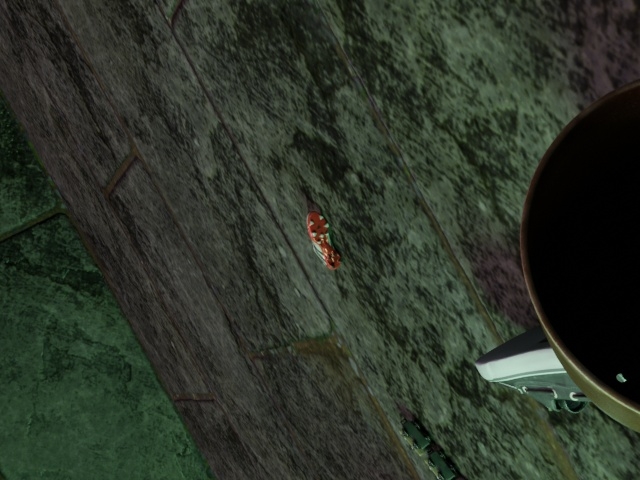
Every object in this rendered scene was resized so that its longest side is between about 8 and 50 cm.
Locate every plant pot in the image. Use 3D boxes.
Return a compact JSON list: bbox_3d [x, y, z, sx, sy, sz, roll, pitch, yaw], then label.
[{"bbox_3d":[0.233,0.043,0.753,0.215,0.215,0.230,53,173,23],"label":"plant pot"}]

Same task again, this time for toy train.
[{"bbox_3d":[0.154,0.290,1.533,0.158,0.027,0.036,49,168,30],"label":"toy train"}]

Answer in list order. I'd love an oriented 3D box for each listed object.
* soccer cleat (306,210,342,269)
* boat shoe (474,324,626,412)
[{"bbox_3d":[0.000,0.000,1.510,0.035,0.029,0.083,13,134,60],"label":"soccer cleat"},{"bbox_3d":[0.217,0.118,1.062,0.076,0.080,0.228,63,153,-2],"label":"boat shoe"}]
